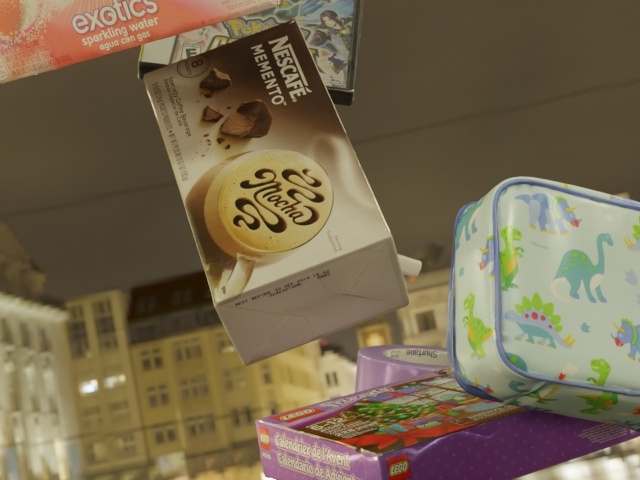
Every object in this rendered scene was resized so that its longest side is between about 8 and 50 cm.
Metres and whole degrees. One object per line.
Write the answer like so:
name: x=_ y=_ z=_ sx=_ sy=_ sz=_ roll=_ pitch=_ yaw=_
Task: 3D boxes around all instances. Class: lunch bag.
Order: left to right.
lunch bag: x=0.207 y=0.047 z=1.011 sx=0.219 sy=0.176 sz=0.090 roll=11 pitch=-24 yaw=-22

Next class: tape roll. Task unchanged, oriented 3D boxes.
tape roll: x=0.136 y=0.181 z=1.603 sx=0.188 sy=0.080 sz=0.189 roll=4 pitch=3 yaw=0

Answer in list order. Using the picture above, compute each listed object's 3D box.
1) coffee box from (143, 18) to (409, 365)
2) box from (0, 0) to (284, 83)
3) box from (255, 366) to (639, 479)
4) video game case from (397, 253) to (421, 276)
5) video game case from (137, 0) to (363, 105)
coffee box: x=-0.047 y=-0.052 z=1.249 sx=0.168 sy=0.297 sz=0.119 roll=-20 pitch=-37 yaw=-1
box: x=-0.161 y=-0.252 z=1.158 sx=0.299 sy=0.142 sz=0.154 roll=-11 pitch=18 yaw=25
box: x=0.119 y=0.158 z=1.127 sx=0.293 sy=0.057 sz=0.201 roll=-11 pitch=6 yaw=-30
video game case: x=0.000 y=0.000 z=1.570 sx=0.183 sy=0.023 sz=0.201 roll=18 pitch=-1 yaw=-22
video game case: x=-0.083 y=-0.297 z=1.699 sx=0.274 sy=0.248 sz=0.035 roll=7 pitch=-33 yaw=-2
